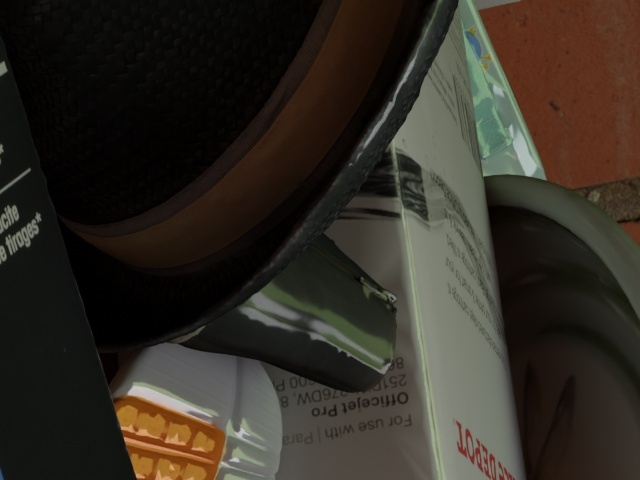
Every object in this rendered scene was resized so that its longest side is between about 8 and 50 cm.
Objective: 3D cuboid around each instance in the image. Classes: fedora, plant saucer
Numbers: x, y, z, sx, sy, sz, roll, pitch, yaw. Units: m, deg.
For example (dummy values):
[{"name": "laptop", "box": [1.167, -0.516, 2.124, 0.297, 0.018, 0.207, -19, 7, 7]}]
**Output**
[{"name": "fedora", "box": [-0.089, -0.119, 0.785, 0.152, 0.334, 0.334, 28, 43, -32]}, {"name": "plant saucer", "box": [0.132, 0.161, 1.221, 0.100, 0.400, 0.400, 6, 67, -32]}]

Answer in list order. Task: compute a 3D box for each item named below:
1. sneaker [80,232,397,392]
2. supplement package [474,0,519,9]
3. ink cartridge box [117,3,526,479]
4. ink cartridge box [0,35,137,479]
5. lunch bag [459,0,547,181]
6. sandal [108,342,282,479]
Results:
[{"name": "sneaker", "box": [-0.048, -0.009, 0.900, 0.118, 0.083, 0.222, 28, 23, -33]}, {"name": "supplement package", "box": [0.050, -0.342, 1.679, 0.198, 0.199, 0.262, -83, 159, -58]}, {"name": "ink cartridge box", "box": [0.000, 0.000, 1.073, 0.285, 0.166, 0.395, 48, 33, -67]}, {"name": "ink cartridge box", "box": [-0.149, 0.031, 0.638, 0.176, 0.069, 0.371, -48, 125, -59]}, {"name": "lunch bag", "box": [0.041, -0.120, 1.371, 0.279, 0.108, 0.224, 64, -19, -8]}, {"name": "sandal", "box": [-0.099, 0.154, 0.836, 0.102, 0.076, 0.265, 40, 56, -34]}]
